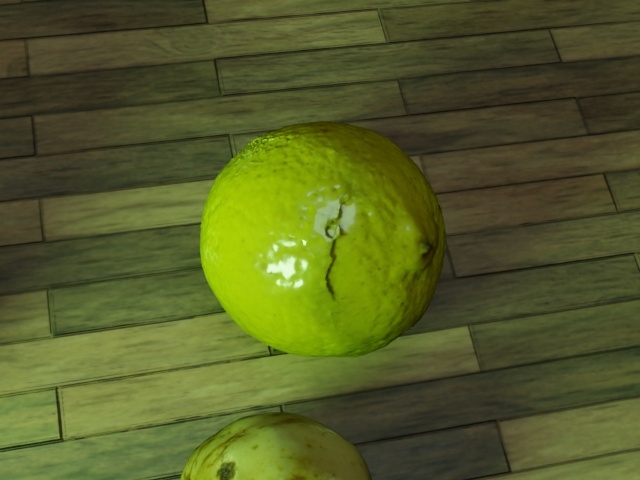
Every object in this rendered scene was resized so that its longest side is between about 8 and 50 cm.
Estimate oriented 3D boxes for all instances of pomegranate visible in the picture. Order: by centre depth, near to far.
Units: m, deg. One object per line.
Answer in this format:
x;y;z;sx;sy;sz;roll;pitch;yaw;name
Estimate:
-0.040;0.281;0.987;0.215;0.215;0.215;3;63;-6;pomegranate

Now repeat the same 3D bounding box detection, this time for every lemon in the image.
0.001;0.000;1.093;0.293;0.293;0.293;3;63;-6;lemon
